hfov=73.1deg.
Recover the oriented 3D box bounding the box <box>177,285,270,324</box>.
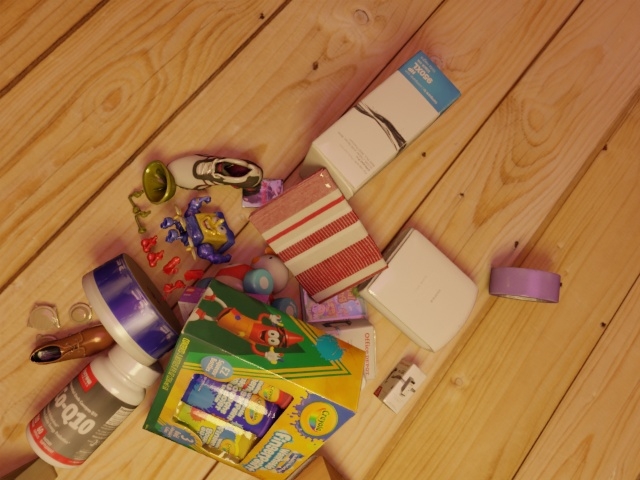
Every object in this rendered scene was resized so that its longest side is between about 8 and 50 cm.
[{"bbox_3d":[-0.216,0.245,1.062,0.201,0.293,0.057,6,38,9],"label":"box"}]

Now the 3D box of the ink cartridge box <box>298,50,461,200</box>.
[{"bbox_3d":[0.146,-0.282,1.189,0.395,0.285,0.166,-43,91,-12],"label":"ink cartridge box"}]

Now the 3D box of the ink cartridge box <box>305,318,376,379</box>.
[{"bbox_3d":[0.040,0.306,1.190,0.213,0.093,0.154,-3,96,-9],"label":"ink cartridge box"}]

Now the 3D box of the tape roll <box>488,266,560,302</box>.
[{"bbox_3d":[0.598,0.132,1.271,0.189,0.189,0.080,9,83,-9],"label":"tape roll"}]

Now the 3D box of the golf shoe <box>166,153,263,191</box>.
[{"bbox_3d":[-0.295,-0.197,1.182,0.273,0.120,0.105,1,84,-3],"label":"golf shoe"}]

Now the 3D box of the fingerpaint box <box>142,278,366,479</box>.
[{"bbox_3d":[-0.167,0.351,0.986,0.371,0.444,0.163,27,38,-7],"label":"fingerpaint box"}]

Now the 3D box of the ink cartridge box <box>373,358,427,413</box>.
[{"bbox_3d":[0.224,0.408,1.219,0.056,0.099,0.135,44,77,-2],"label":"ink cartridge box"}]

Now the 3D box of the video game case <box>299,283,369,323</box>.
[{"bbox_3d":[0.037,0.148,1.254,0.194,0.023,0.212,-5,84,-11],"label":"video game case"}]

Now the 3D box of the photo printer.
[{"bbox_3d":[0.295,0.152,1.249,0.307,0.107,0.256,42,76,-7],"label":"photo printer"}]

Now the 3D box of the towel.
[{"bbox_3d":[0.000,0.000,1.135,0.237,0.037,0.329,-29,113,15],"label":"towel"}]

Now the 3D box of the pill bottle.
[{"bbox_3d":[-0.539,0.387,1.053,0.161,0.161,0.283,44,78,-3],"label":"pill bottle"}]

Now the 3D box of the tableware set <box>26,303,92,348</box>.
[{"bbox_3d":[-0.666,0.235,1.120,0.169,0.020,0.141,0,89,-13],"label":"tableware set"}]

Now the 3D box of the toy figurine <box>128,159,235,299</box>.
[{"bbox_3d":[-0.342,-0.029,1.167,0.217,0.191,0.362,2,51,-49],"label":"toy figurine"}]

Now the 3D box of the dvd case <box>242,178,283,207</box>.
[{"bbox_3d":[-0.168,-0.137,1.255,0.120,0.013,0.087,1,83,-11],"label":"dvd case"}]

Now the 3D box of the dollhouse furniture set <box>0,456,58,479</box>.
[{"bbox_3d":[-0.642,0.727,0.948,0.362,0.256,0.394,-27,89,-12],"label":"dollhouse furniture set"}]

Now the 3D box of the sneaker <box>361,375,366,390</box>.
[{"bbox_3d":[0.021,0.327,1.082,0.232,0.115,0.090,31,90,-11],"label":"sneaker"}]

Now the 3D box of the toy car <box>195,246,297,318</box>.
[{"bbox_3d":[-0.164,0.098,1.151,0.210,0.219,0.238,54,41,-30],"label":"toy car"}]

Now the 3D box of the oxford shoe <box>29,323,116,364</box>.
[{"bbox_3d":[-0.611,0.267,1.084,0.212,0.076,0.076,-18,91,-15],"label":"oxford shoe"}]

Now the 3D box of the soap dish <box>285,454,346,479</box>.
[{"bbox_3d":[-0.006,0.704,1.078,0.229,0.118,0.290,-39,121,-13],"label":"soap dish"}]

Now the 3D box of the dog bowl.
[{"bbox_3d":[-0.445,0.164,1.043,0.104,0.265,0.264,-35,90,-14],"label":"dog bowl"}]
